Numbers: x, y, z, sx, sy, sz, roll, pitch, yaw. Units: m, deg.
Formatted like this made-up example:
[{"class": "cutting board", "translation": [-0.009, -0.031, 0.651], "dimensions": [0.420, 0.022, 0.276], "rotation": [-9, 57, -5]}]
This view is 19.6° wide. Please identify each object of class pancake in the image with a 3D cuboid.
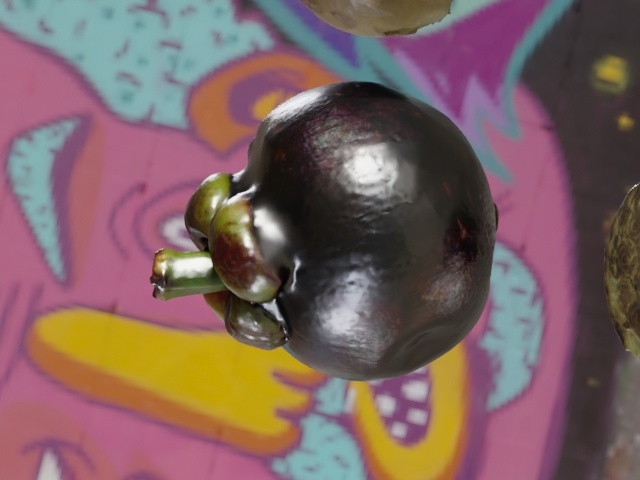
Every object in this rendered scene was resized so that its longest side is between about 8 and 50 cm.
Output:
[{"class": "pancake", "translation": [0.286, 0.032, 1.481], "dimensions": [0.199, 0.021, 0.199], "rotation": [177, 90, -65]}]

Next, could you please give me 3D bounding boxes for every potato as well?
[{"class": "potato", "translation": [0.001, -0.296, 1.770], "dimensions": [0.299, 0.116, 0.239], "rotation": [49, 163, 36]}]

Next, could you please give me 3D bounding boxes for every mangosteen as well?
[{"class": "mangosteen", "translation": [0.000, 0.000, 1.592], "dimensions": [0.275, 0.302, 0.275], "rotation": [165, 90, -81]}]
